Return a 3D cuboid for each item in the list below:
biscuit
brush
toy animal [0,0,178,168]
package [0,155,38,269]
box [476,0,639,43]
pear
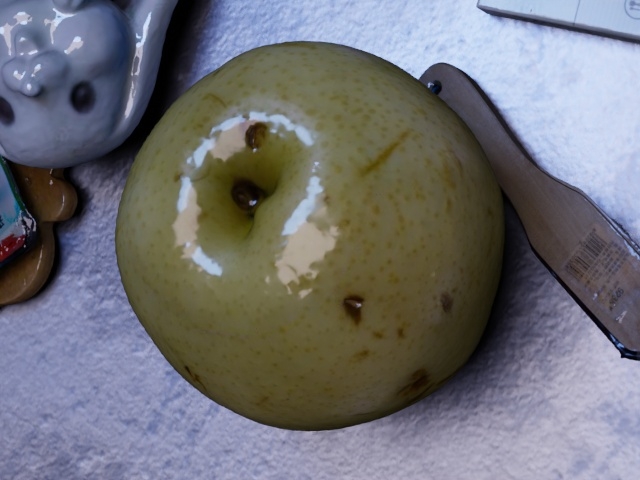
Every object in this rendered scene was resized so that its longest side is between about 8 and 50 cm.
[{"bbox_3d":[-0.279,-0.026,1.726,0.133,0.027,0.184,-4,82,29],"label":"biscuit"},{"bbox_3d":[0.188,-0.028,1.512,0.070,0.065,0.327,-50,59,18],"label":"brush"},{"bbox_3d":[-0.250,-0.213,1.651,0.249,0.174,0.289,17,82,14],"label":"toy animal"},{"bbox_3d":[-0.355,-0.056,1.740,0.166,0.040,0.232,-37,64,28],"label":"package"},{"bbox_3d":[0.256,-0.228,1.508,0.245,0.035,0.139,13,90,24],"label":"box"},{"bbox_3d":[0.000,0.000,1.464,0.309,0.309,0.309,-3,84,24],"label":"pear"}]
